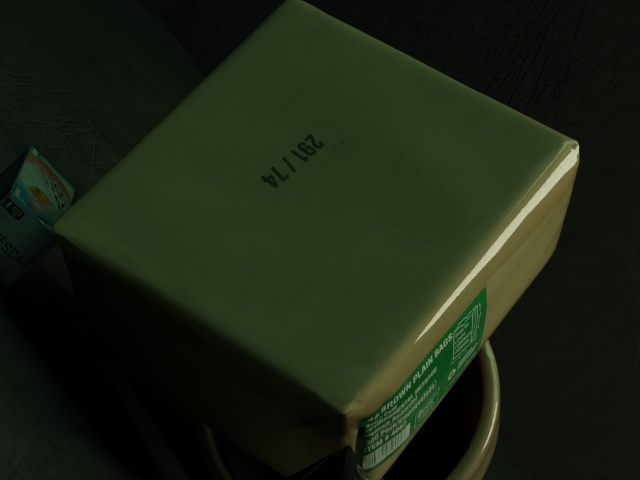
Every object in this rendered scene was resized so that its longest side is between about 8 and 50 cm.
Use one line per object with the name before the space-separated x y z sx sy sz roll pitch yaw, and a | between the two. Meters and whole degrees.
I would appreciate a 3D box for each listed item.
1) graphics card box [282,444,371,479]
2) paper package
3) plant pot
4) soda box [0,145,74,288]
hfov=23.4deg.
graphics card box | 0.071 0.332 1.018 0.371 0.094 0.233 58 5 -2
paper package | 0.000 0.000 1.268 0.309 0.325 0.168 30 -30 24
plant pot | 0.035 0.181 1.395 0.263 0.263 0.229 53 -10 28
soda box | -0.253 -0.023 1.305 0.058 0.063 0.183 47 7 -15
